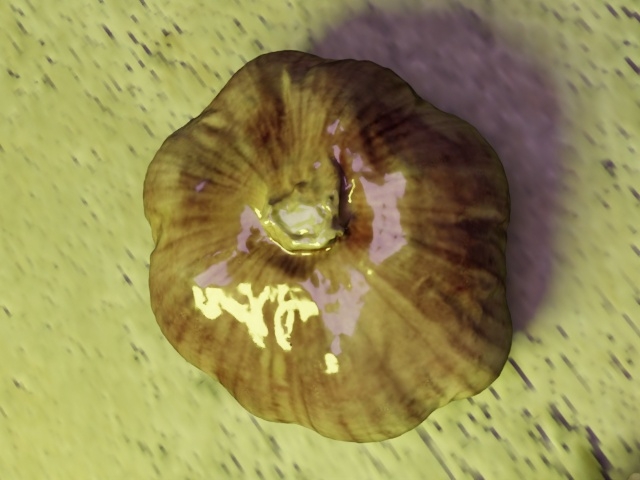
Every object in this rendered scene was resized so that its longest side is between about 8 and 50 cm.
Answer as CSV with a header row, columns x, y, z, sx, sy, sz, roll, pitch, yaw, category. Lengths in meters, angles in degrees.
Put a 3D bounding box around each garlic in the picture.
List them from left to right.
x,y,z,sx,sy,sz,roll,pitch,yaw,category
0.000,0.000,0.441,0.147,0.102,0.159,-31,77,14,garlic

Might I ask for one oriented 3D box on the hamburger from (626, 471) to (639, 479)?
x,y,z,sx,sy,sz,roll,pitch,yaw,category
0.174,0.203,0.352,0.295,0.151,0.227,40,104,12,hamburger
